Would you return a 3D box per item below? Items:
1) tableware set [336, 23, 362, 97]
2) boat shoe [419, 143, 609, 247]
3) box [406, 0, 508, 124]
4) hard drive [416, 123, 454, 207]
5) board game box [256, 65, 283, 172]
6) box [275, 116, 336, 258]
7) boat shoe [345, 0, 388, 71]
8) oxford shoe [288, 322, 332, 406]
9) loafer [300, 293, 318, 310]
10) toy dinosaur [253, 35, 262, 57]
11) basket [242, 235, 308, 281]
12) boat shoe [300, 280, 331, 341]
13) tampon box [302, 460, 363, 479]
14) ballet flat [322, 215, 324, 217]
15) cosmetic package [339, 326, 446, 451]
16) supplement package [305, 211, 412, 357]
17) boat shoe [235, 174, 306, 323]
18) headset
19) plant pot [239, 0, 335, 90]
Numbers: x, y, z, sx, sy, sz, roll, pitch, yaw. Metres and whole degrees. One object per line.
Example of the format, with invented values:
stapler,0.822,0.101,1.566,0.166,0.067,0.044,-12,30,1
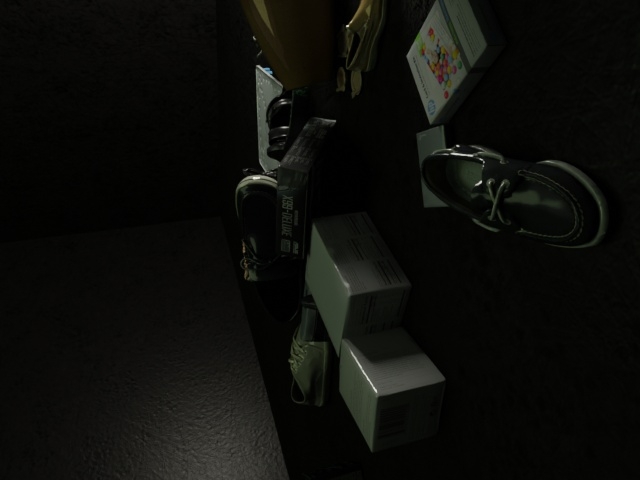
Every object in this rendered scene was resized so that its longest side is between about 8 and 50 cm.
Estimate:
tableware set,0.063,-0.419,1.231,0.141,0.020,0.169,-145,50,-67
boat shoe,0.238,-0.060,0.704,0.302,0.091,0.114,-139,44,-65
box,0.201,-0.292,0.812,0.186,0.038,0.145,119,140,-65
hard drive,0.202,-0.126,0.910,0.094,0.022,0.135,-173,76,-73
board game box,-0.164,-0.406,1.926,0.390,0.050,0.390,-125,32,-56
box,-0.034,-0.141,1.331,0.307,0.076,0.242,-67,-15,-54
boat shoe,0.086,-0.430,1.059,0.068,0.072,0.190,-117,26,-48
oxford shoe,-0.041,0.377,1.762,0.169,0.130,0.449,-124,32,-60
loafer,0.027,0.181,1.418,0.062,0.170,0.061,-49,-42,-53
toy dinosaur,-0.119,-0.637,1.617,0.313,0.121,0.160,-133,26,-55
basket,-0.140,-0.005,1.809,0.223,0.213,0.299,41,-136,-77
boat shoe,0.013,0.144,1.508,0.113,0.104,0.306,-167,83,-78
tampon box,0.042,0.745,1.601,0.120,0.161,0.101,126,133,-68
ballet flat,0.000,0.000,1.566,0.079,0.077,0.222,10,114,53
cosmetic package,0.140,0.300,1.088,0.184,0.151,0.151,-126,33,-56
supplement package,0.074,0.097,1.223,0.262,0.145,0.204,-115,24,-46
boat shoe,-0.131,0.042,1.521,0.156,0.186,0.500,-82,-14,-52
headset,-0.120,-0.316,1.535,0.394,0.185,0.243,109,161,-51
plant pot,-0.060,-0.505,1.284,0.237,0.237,0.254,-149,44,-69
